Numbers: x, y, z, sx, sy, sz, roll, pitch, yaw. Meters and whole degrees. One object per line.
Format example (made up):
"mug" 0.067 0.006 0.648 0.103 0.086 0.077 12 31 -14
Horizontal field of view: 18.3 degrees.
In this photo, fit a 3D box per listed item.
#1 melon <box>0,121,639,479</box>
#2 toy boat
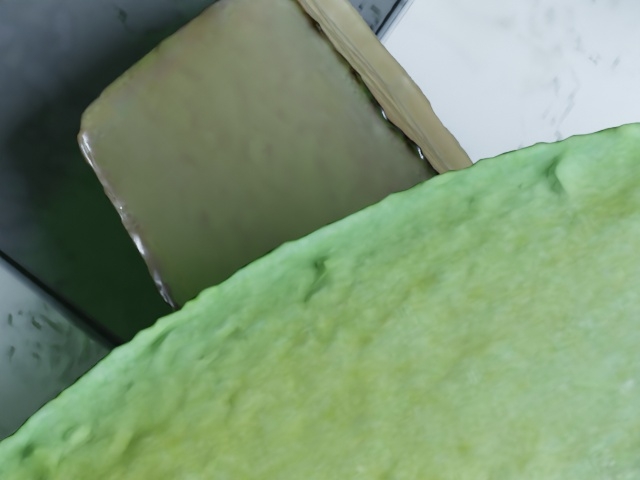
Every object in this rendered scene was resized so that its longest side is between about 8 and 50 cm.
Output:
"melon" 0.081 0.169 0.616 0.331 0.226 0.343 -31 126 -4
"toy boat" 0.000 0.000 0.706 0.116 0.061 0.188 -37 85 12
